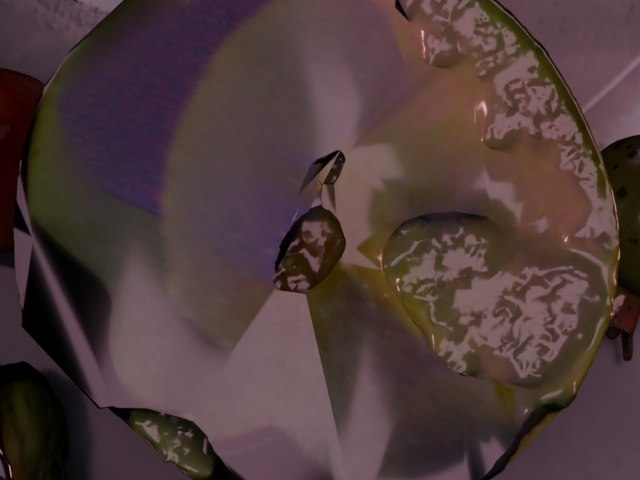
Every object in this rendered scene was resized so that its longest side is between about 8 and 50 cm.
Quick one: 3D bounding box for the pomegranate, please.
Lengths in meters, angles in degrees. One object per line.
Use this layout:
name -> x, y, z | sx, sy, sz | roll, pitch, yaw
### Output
pomegranate -> 0.233, 0.007, 1.308 | 0.129, 0.129, 0.159 | 4, 90, 3

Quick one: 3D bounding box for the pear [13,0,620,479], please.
pear -> 0.003, -0.002, 1.295 | 0.399, 0.165, 0.399 | 0, 83, 2

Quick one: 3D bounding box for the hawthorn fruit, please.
hawthorn fruit -> -0.235, -0.061, 1.326 | 0.133, 0.138, 0.132 | -1, 82, 6

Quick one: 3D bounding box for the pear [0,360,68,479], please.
pear -> -0.298, 0.216, 1.288 | 0.255, 0.164, 0.238 | -11, 93, 6
